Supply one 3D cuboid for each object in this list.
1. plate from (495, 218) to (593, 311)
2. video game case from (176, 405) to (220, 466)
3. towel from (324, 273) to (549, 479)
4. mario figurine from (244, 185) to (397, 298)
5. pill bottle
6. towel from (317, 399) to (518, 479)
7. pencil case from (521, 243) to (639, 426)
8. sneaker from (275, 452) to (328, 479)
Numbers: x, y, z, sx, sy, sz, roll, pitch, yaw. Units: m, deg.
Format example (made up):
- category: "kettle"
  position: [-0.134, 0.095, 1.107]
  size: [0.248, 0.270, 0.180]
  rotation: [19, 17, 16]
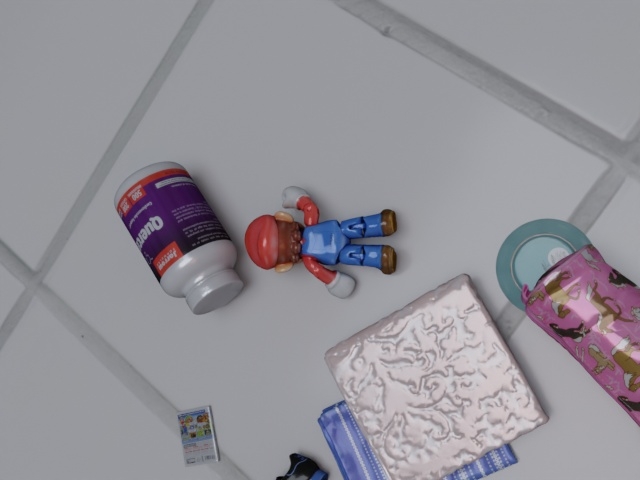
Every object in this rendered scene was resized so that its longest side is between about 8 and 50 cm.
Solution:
- category: "plate"
  position: [0.425, 0.050, 1.363]
  size: [0.188, 0.024, 0.188]
  rotation: [-3, 83, 23]
- category: "video game case"
  position: [-0.274, 0.437, 1.613]
  size: [0.087, 0.011, 0.122]
  rotation: [-16, 79, 21]
- category: "towel"
  position: [0.213, 0.275, 1.376]
  size: [0.332, 0.053, 0.317]
  rotation: [-32, 77, 15]
- category: "mario figurine"
  position: [0.000, 0.000, 1.513]
  size: [0.321, 0.170, 0.198]
  rotation: [1, 48, 12]
- category: "pill bottle"
  position: [-0.304, -0.004, 1.580]
  size: [0.181, 0.181, 0.323]
  rotation: [-39, 71, 14]
- category: "towel"
  position: [0.179, 0.386, 1.420]
  size: [0.336, 0.040, 0.243]
  rotation: [-29, 75, 17]
- category: "pencil case"
  position: [0.521, 0.185, 1.226]
  size: [0.386, 0.167, 0.160]
  rotation: [49, 138, 15]
- category: "sneaker"
  position: [-0.076, 0.551, 1.488]
  size: [0.090, 0.081, 0.232]
  rotation: [31, 90, 25]
